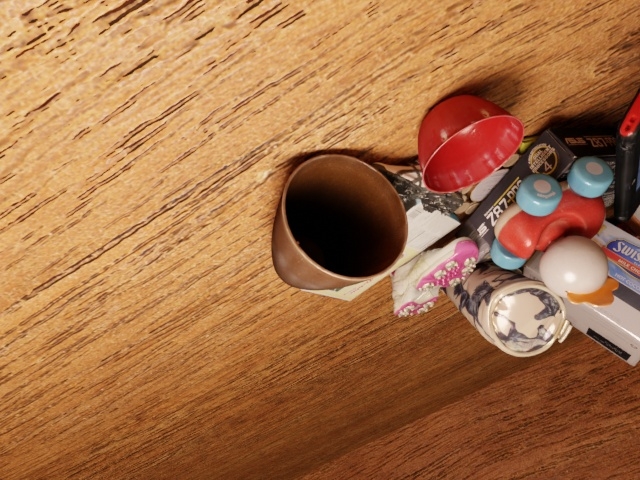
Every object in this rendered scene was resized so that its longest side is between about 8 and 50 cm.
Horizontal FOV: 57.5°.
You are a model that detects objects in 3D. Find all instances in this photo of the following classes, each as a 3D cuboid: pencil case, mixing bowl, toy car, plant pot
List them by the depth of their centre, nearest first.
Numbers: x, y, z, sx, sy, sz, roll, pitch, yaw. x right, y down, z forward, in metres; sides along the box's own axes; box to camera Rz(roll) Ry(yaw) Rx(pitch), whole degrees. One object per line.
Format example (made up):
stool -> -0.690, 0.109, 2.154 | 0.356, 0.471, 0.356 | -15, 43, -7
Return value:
mixing bowl -> 0.232, -0.174, 0.967 | 0.181, 0.098, 0.181 | -18, 152, -10
plant pot -> 0.000, 0.000, 1.008 | 0.215, 0.215, 0.230 | -9, 163, -26
toy car -> 0.457, 0.017, 1.051 | 0.210, 0.238, 0.219 | -18, 149, -14
pencil case -> 0.394, 0.121, 1.309 | 0.184, 0.410, 0.159 | 9, 100, -6

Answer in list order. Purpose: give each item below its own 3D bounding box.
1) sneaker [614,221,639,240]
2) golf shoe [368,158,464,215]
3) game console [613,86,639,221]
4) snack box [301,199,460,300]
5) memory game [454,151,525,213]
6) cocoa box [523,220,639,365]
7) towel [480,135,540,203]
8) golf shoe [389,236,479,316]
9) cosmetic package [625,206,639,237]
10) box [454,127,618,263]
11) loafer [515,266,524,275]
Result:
sneaker -> 0.877, 0.009, 1.729 | 0.276, 0.097, 0.135 | -37, 155, -4
golf shoe -> 0.169, -0.115, 1.060 | 0.198, 0.093, 0.077 | 18, 156, -20
game console -> 0.627, -0.236, 1.039 | 0.342, 0.060, 0.386 | -59, 148, -5
snack box -> 0.118, 0.014, 1.236 | 0.322, 0.060, 0.187 | -38, 148, 23
memory game -> 0.347, -0.115, 1.195 | 0.186, 0.012, 0.186 | -20, 151, -12
cocoa box -> 0.743, 0.115, 1.527 | 0.228, 0.347, 0.231 | -49, 152, -7
towel -> 0.416, -0.140, 1.248 | 0.102, 0.021, 0.237 | -16, 150, -22
golf shoe -> 0.236, 0.059, 1.311 | 0.115, 0.140, 0.306 | -1, 150, -26
cosmetic package -> 0.883, -0.074, 1.393 | 0.161, 0.230, 0.453 | -40, 159, 9
box -> 0.528, -0.101, 1.275 | 0.395, 0.097, 0.318 | -10, 145, -36
loafer -> 0.548, 0.105, 1.684 | 0.094, 0.087, 0.251 | -39, 148, 26
